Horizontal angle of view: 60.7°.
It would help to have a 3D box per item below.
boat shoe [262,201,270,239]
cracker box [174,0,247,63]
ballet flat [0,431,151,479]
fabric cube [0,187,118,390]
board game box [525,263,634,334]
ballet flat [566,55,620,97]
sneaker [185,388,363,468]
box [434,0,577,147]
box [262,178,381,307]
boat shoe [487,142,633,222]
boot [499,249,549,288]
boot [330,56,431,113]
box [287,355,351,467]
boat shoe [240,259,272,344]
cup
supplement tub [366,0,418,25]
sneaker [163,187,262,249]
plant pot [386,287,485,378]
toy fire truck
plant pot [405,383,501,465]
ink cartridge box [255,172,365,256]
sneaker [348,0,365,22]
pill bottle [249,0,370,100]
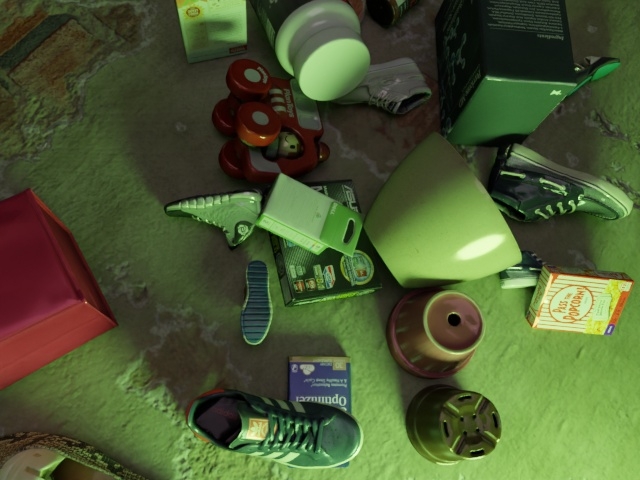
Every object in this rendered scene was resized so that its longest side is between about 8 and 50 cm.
[{"bbox_3d":[-0.106,-0.027,1.252,0.050,0.045,0.135,-14,76,-27],"label":"boat shoe"},{"bbox_3d":[-0.259,-0.530,1.300,0.155,0.232,0.067,-15,73,-11],"label":"cracker box"},{"bbox_3d":[-0.424,0.465,0.984,0.482,0.182,0.164,20,72,0],"label":"ballet flat"},{"bbox_3d":[-0.584,0.102,1.042,0.258,0.259,0.254,-28,76,-15],"label":"fabric cube"},{"bbox_3d":[0.583,0.136,1.239,0.193,0.045,0.147,5,115,-4],"label":"board game box"},{"bbox_3d":[0.721,-0.460,1.482,0.203,0.074,0.074,-31,78,-13],"label":"ballet flat"},{"bbox_3d":[-0.094,0.361,1.044,0.349,0.148,0.131,4,72,7],"label":"sneaker"},{"bbox_3d":[0.428,-0.469,1.331,0.211,0.293,0.396,2,71,-6],"label":"box"},{"bbox_3d":[0.000,0.000,1.224,0.216,0.060,0.270,-6,72,-24],"label":"box"},{"bbox_3d":[0.563,-0.094,1.326,0.340,0.127,0.158,26,77,10],"label":"boat shoe"},{"bbox_3d":[0.513,0.064,1.284,0.189,0.069,0.086,-2,78,-7],"label":"boot"},{"bbox_3d":[0.154,-0.369,1.368,0.258,0.095,0.123,-23,69,-14],"label":"boot"},{"bbox_3d":[-0.002,0.357,1.147,0.136,0.036,0.225,2,73,-6],"label":"box"},{"bbox_3d":[-0.137,0.139,1.184,0.066,0.066,0.183,6,66,-7],"label":"boat shoe"},{"bbox_3d":[0.234,-0.029,1.179,0.237,0.331,0.331,-34,78,7],"label":"cup"},{"bbox_3d":[0.221,-0.676,1.472,0.106,0.106,0.198,42,73,7],"label":"supplement tub"},{"bbox_3d":[-0.235,-0.039,1.226,0.228,0.086,0.132,-7,100,10],"label":"sneaker"},{"bbox_3d":[0.253,0.186,1.156,0.201,0.180,0.201,2,72,-5],"label":"plant pot"},{"bbox_3d":[-0.102,-0.267,1.271,0.253,0.169,0.302,0,61,-26],"label":"toy fire truck"},{"bbox_3d":[0.274,0.373,1.106,0.166,0.165,0.167,2,73,-6],"label":"plant pot"},{"bbox_3d":[-0.020,-0.044,1.162,0.209,0.062,0.109,26,62,-11],"label":"ink cartridge box"},{"bbox_3d":[0.027,-0.702,1.469,0.108,0.121,0.302,-20,93,-35],"label":"sneaker"},{"bbox_3d":[-0.028,-0.518,1.298,0.210,0.210,0.363,-17,61,-12],"label":"pill bottle"}]
